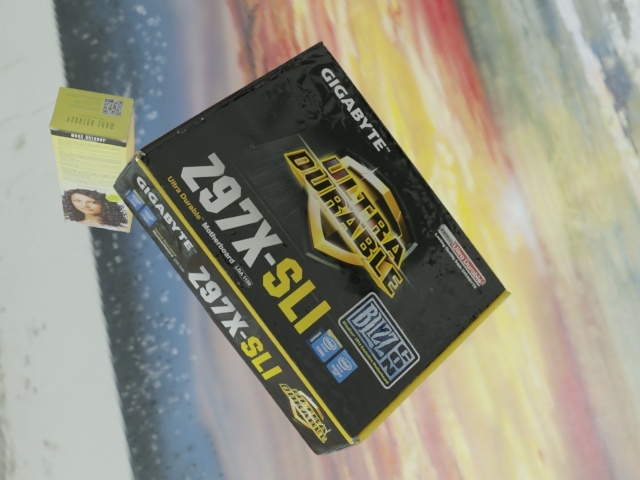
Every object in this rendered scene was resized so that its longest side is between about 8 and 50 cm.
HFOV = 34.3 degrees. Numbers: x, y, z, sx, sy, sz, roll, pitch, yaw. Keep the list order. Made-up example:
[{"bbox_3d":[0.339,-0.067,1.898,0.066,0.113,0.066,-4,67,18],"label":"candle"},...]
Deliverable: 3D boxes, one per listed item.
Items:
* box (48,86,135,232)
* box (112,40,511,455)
[{"bbox_3d":[-0.260,-0.087,1.208,0.232,0.087,0.058,107,171,-63],"label":"box"},{"bbox_3d":[0.000,0.000,0.990,0.257,0.079,0.322,-37,-89,-35],"label":"box"}]
